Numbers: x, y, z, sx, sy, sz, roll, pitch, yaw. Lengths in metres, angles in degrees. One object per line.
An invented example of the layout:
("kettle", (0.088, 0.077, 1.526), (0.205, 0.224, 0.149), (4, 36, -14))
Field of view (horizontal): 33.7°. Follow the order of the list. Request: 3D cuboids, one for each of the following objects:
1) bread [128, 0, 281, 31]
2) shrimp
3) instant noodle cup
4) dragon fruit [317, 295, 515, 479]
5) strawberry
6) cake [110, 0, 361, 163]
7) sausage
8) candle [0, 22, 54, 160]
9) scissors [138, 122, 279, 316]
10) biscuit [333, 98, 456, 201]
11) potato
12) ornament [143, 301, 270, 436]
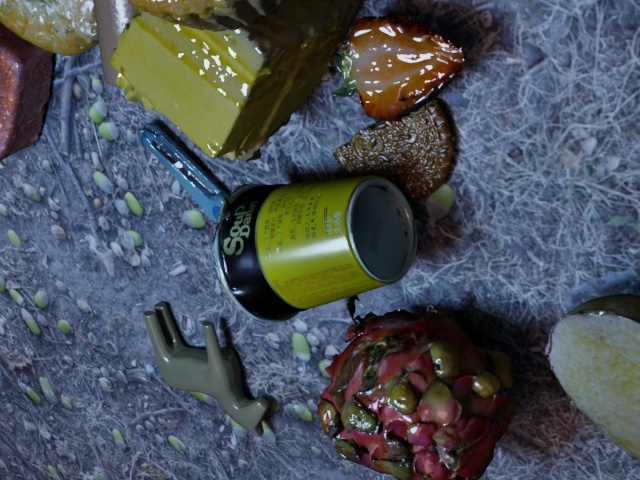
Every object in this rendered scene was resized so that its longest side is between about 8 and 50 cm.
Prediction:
("bread", (-0.114, -0.342, 1.167), (0.274, 0.274, 0.149), (22, 161, 26))
("shrimp", (-0.500, -0.473, 1.652), (0.445, 0.085, 0.272), (35, 130, 11))
("instant noodle cup", (0.000, 0.000, 1.483), (0.236, 0.215, 0.215), (-13, 110, 41))
("dragon fruit", (0.145, 0.218, 1.473), (0.250, 0.269, 0.291), (22, 164, -19))
("strawberry", (0.100, -0.227, 1.333), (0.140, 0.085, 0.192), (48, 136, 3))
("cake", (-0.126, -0.251, 1.402), (0.227, 0.222, 0.286), (42, 136, 10))
("sausage", (-0.267, -0.349, 1.518), (0.123, 0.123, 0.253), (19, 127, 28))
("candle", (-0.580, -0.282, 1.813), (0.287, 0.131, 0.317), (-2, 118, 36))
("scissors", (-0.154, -0.039, 1.703), (0.393, 0.032, 0.180), (47, 137, 1))
("biscuit", (0.110, -0.111, 1.448), (0.206, 0.025, 0.126), (-23, 103, 46))
("potato", (0.416, 0.163, 1.330), (0.239, 0.116, 0.299), (-9, 124, 48))
("ornament", (-0.198, 0.239, 1.910), (0.230, 0.061, 0.245), (5, 120, 34))
